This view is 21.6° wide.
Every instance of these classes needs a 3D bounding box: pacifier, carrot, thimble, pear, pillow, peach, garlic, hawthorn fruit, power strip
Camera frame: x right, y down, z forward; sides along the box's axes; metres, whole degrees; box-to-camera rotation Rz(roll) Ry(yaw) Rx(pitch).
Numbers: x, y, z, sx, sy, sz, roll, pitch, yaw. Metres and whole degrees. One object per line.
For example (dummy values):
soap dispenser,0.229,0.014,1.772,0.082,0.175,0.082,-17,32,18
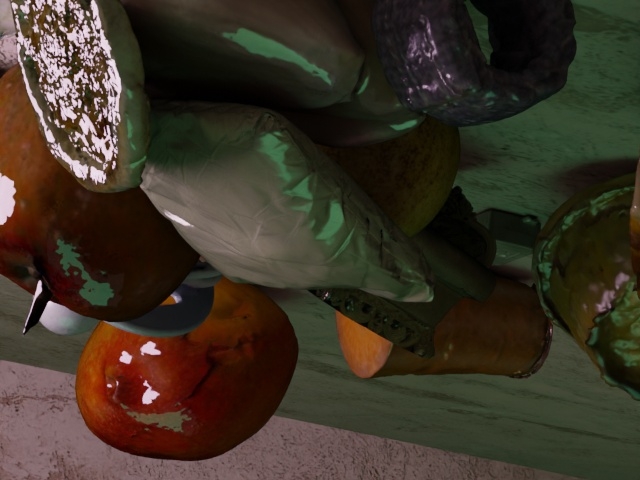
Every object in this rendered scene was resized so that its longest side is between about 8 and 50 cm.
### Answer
pacifier,-0.251,0.023,1.965,0.244,0.299,0.233,5,136,-46
carrot,0.168,0.096,2.284,0.254,0.196,0.196,3,168,-23
thimble,0.123,-0.166,1.326,0.150,0.150,0.098,18,165,-29
pear,0.038,-0.078,1.631,0.197,0.197,0.197,9,165,2
pillow,-0.067,-0.031,1.515,0.274,0.076,0.281,6,151,41
peach,-0.209,0.190,2.559,0.372,0.290,0.372,4,172,1
garlic,-0.059,-0.174,1.434,0.325,0.132,0.279,0,163,40
hawthorn fruit,-0.235,-0.037,1.717,0.267,0.301,0.268,15,166,4
power strip,0.208,0.003,2.096,0.075,0.042,0.175,13,165,-18

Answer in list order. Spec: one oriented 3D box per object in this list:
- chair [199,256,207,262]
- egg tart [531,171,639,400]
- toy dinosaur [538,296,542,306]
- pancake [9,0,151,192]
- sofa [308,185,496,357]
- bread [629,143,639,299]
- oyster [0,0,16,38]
chair,-0.153,-0.014,2.168,0.221,0.104,0.095,7,-178,-1
egg tart,0.401,0.071,1.838,0.345,0.132,0.345,6,135,6
toy dinosaur,0.350,0.082,2.021,0.187,0.179,0.087,-16,171,-11
pancake,-0.207,-0.152,1.408,0.037,0.254,0.253,-19,178,-27
sofa,0.049,-0.019,1.837,0.200,0.182,0.258,30,-175,-44
bread,0.411,-0.051,1.459,0.279,0.207,0.279,7,164,12
oyster,-0.359,-0.219,1.551,0.223,0.083,0.214,-10,172,4
